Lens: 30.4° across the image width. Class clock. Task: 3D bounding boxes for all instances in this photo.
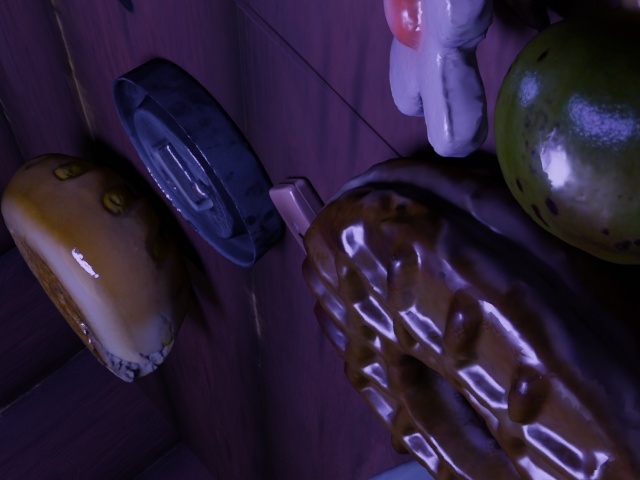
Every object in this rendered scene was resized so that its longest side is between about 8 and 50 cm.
[{"bbox_3d":[-0.115,-0.072,1.102,0.215,0.042,0.215,46,161,20],"label":"clock"}]

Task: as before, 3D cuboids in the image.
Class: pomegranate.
[{"bbox_3d":[0.124,-0.059,0.436,0.114,0.114,0.142,30,123,50],"label":"pomegranate"}]

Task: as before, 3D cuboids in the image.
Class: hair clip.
[{"bbox_3d":[0.058,-0.134,0.460,0.257,0.075,0.146,77,-167,-62],"label":"hair clip"}]

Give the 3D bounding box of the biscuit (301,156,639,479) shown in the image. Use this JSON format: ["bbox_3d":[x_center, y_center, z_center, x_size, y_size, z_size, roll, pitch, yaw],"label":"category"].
[{"bbox_3d":[0.116,0.093,0.737,0.332,0.103,0.332,47,162,21],"label":"biscuit"}]

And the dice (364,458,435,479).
[{"bbox_3d":[0.109,0.366,1.014,0.262,0.268,0.264,56,161,-16],"label":"dice"}]

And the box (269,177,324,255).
[{"bbox_3d":[0.000,0.000,0.978,0.115,0.025,0.048,57,164,-16],"label":"box"}]

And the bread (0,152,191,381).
[{"bbox_3d":[-0.273,0.020,1.488,0.333,0.160,0.333,45,159,22],"label":"bread"}]
